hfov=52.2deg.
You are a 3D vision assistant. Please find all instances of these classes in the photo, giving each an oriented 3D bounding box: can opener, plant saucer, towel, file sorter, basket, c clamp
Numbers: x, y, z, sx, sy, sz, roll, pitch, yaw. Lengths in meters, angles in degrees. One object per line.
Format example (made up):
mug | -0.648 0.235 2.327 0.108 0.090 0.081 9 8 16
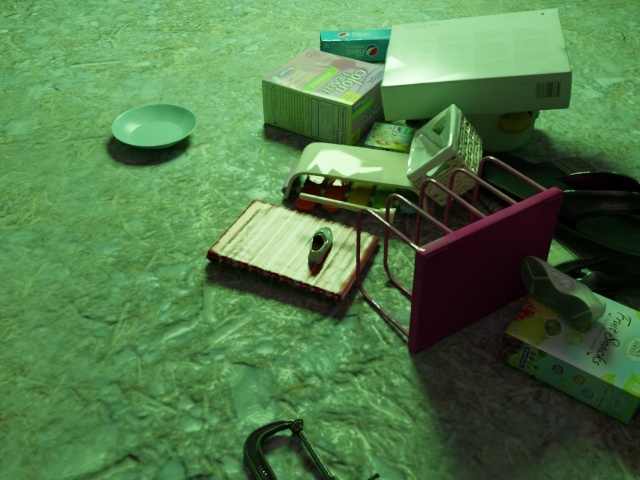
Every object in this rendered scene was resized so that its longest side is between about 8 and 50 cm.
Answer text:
can opener | 0.515 0.078 1.136 0.186 0.073 0.059 -6 2 -13
plant saucer | -0.383 -0.257 1.520 0.195 0.037 0.195 1 40 -1
towel | 0.481 -0.053 1.294 0.312 0.056 0.324 -11 39 -18
file sorter | 0.220 0.007 1.097 0.291 0.202 0.182 -22 42 -25
basket | 0.248 -0.165 1.280 0.103 0.113 0.167 40 39 -20
c clamp | -0.023 0.300 0.884 0.137 0.022 0.161 -28 49 -23
towel | -0.050 0.013 1.212 0.275 0.031 0.199 18 41 16

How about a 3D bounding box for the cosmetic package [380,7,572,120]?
cosmetic package | 0.335 -0.387 1.430 0.378 0.097 0.284 -1 45 15

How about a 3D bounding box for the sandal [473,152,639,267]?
sandal | 0.475 -0.076 1.190 0.446 0.107 0.168 29 44 30

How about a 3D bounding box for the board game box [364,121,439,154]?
board game box | 0.186 -0.224 1.498 0.154 0.026 0.103 11 41 12

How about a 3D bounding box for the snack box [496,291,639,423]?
snack box | 0.410 0.158 1.017 0.207 0.070 0.174 26 46 25

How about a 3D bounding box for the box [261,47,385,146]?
box | 0.018 -0.347 1.572 0.243 0.117 0.213 22 44 22

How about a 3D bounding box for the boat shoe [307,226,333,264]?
boat shoe | 0.000 0.000 1.181 0.035 0.035 0.100 14 40 12

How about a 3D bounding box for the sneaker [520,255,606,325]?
sneaker | 0.378 0.077 1.028 0.061 0.053 0.152 -7 40 -34

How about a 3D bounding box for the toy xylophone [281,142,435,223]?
toy xylophone | 0.072 -0.108 1.316 0.323 0.081 0.236 14 42 15

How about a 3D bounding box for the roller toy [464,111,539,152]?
roller toy | 0.400 -0.306 1.507 0.191 0.146 0.209 17 44 20

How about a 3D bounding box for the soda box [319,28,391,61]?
soda box | 0.105 -0.553 1.855 0.210 0.067 0.071 -2 40 -4
